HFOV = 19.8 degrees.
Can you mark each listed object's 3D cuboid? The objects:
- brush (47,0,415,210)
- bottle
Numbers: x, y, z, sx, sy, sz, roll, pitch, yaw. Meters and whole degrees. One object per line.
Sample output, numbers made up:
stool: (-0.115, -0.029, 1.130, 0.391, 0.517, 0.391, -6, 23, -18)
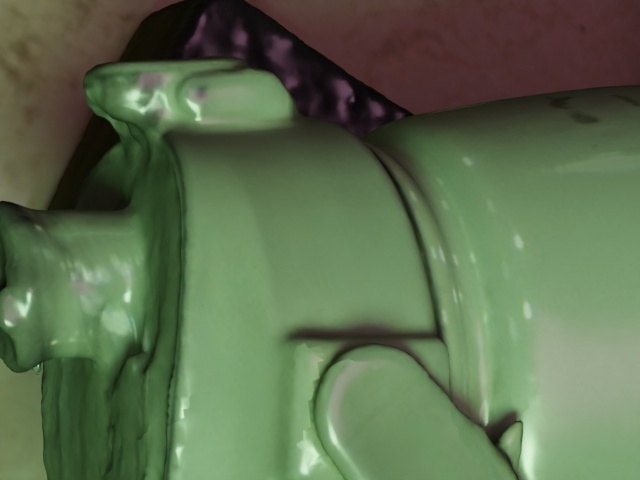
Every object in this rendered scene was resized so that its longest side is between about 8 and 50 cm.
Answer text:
brush: (0.000, 0.000, 0.718, 0.197, 0.059, 0.123, 31, 73, -21)
bottle: (0.061, 0.056, 0.597, 0.351, 0.229, 0.229, 0, 83, -26)
